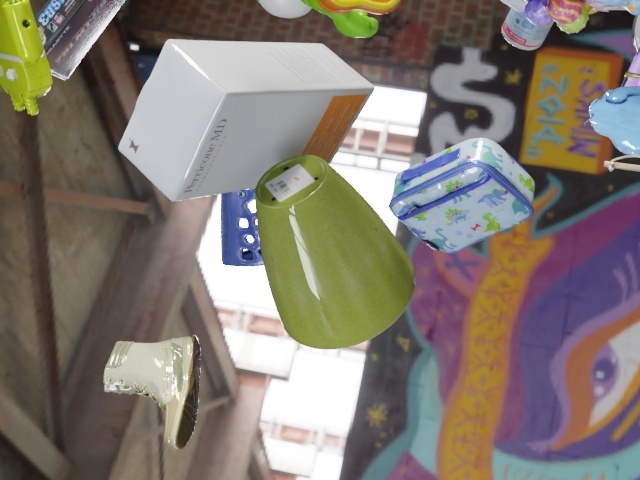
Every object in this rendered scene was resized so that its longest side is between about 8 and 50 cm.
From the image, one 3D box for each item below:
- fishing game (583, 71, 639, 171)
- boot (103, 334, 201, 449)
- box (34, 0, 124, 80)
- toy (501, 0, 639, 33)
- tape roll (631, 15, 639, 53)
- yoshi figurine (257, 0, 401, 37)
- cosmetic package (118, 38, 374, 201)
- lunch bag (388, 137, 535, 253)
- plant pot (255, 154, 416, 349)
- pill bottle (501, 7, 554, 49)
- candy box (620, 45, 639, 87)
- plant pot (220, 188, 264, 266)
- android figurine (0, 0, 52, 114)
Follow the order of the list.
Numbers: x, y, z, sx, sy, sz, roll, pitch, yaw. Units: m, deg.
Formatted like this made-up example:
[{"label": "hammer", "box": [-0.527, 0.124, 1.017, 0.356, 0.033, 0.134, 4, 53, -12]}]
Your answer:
[{"label": "fishing game", "box": [0.437, -0.145, 1.231, 0.264, 0.189, 0.041, -64, -21, -51]}, {"label": "boot", "box": [-0.302, 0.269, 1.689, 0.077, 0.165, 0.213, 77, -168, -55]}, {"label": "box", "box": [-0.553, -0.513, 2.179, 0.295, 0.073, 0.293, -52, 5, 1]}, {"label": "toy", "box": [0.354, -0.324, 1.333, 0.137, 0.237, 0.056, 15, -98, -54]}, {"label": "tape roll", "box": [0.787, -0.451, 2.052, 0.072, 0.219, 0.219, -40, -41, -74]}, {"label": "yoshi figurine", "box": [0.019, -0.362, 1.235, 0.203, 0.203, 0.362, -59, 18, -1]}, {"label": "cosmetic package", "box": [-0.121, -0.228, 1.742, 0.453, 0.161, 0.230, -15, -38, -53]}, {"label": "lunch bag", "box": [0.236, -0.075, 1.622, 0.176, 0.219, 0.090, 40, -134, -30]}, {"label": "plant pot", "box": [0.000, 0.000, 1.722, 0.274, 0.275, 0.293, -71, -33, -41]}, {"label": "pill bottle", "box": [0.414, -0.449, 1.822, 0.160, 0.087, 0.087, 111, 179, -48]}, {"label": "candy box", "box": [0.601, -0.254, 1.533, 0.070, 0.196, 0.164, -5, -60, -59]}, {"label": "plant pot", "box": [-0.090, -0.058, 2.272, 0.236, 0.212, 0.235, -27, -57, -61]}, {"label": "android figurine", "box": [-0.509, -0.337, 1.542, 0.056, 0.248, 0.272, -25, -61, -31]}]
